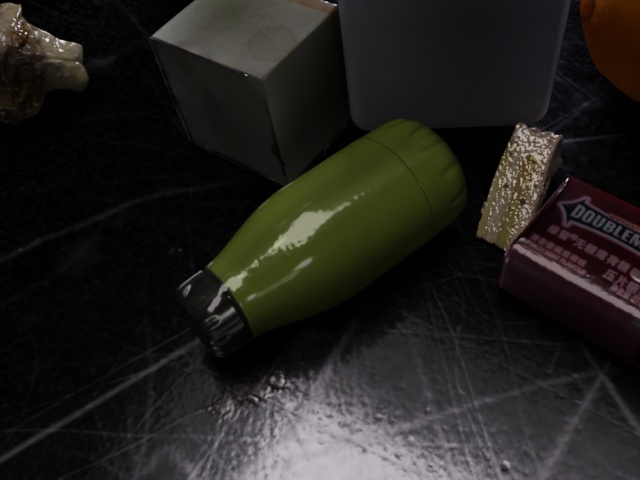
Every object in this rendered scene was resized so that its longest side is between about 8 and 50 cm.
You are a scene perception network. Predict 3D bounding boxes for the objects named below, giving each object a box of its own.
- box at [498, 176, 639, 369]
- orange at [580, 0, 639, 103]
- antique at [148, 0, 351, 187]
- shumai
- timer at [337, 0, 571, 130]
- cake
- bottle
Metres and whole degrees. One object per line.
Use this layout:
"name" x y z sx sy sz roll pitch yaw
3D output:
"box" 0.270 0.044 0.537 0.224 0.069 0.120 34 63 28
"orange" 0.375 -0.237 0.632 0.239 0.240 0.240 -3 53 4
"antique" -0.057 -0.165 0.674 0.146 0.152 0.148 26 63 25
"shumai" -0.328 -0.194 0.757 0.116 0.145 0.146 11 44 -33
"timer" 0.121 -0.240 0.638 0.194 0.192 0.195 -2 54 7
"cake" 0.184 -0.048 0.623 0.052 0.065 0.121 21 65 23
"bottle" 0.000 0.000 0.569 0.260 0.112 0.112 -35 57 -18
